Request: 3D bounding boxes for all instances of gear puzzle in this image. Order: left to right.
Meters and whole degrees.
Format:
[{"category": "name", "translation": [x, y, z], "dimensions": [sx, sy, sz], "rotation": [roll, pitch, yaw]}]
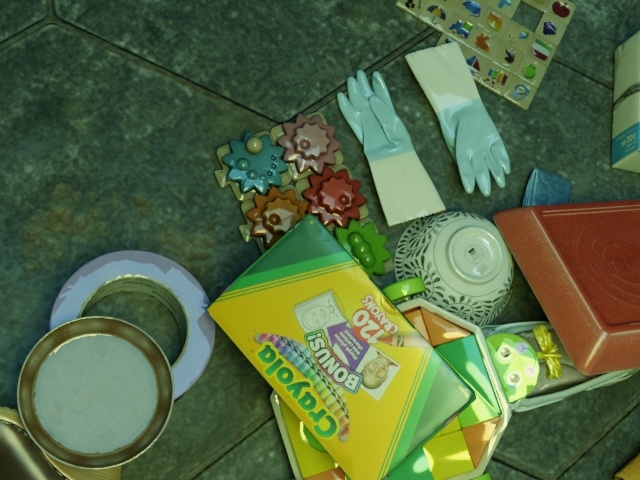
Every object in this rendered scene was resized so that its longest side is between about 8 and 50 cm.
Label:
[{"category": "gear puzzle", "translation": [0.000, 0.000, 1.361], "dimensions": [0.176, 0.044, 0.338], "rotation": [-22, 81, -19]}]

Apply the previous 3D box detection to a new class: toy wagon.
[{"category": "toy wagon", "translation": [0.119, 0.180, 1.271], "dimensions": [0.345, 0.068, 0.267], "rotation": [-19, 82, 6]}]

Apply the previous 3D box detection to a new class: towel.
[{"category": "towel", "translation": [0.305, -0.037, 1.458], "dimensions": [0.067, 0.029, 0.119], "rotation": [20, 70, -9]}]

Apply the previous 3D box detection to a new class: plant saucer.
[{"category": "plant saucer", "translation": [-0.247, 0.168, 1.174], "dimensions": [0.169, 0.029, 0.168], "rotation": [4, 73, -14]}, {"category": "plant saucer", "translation": [0.386, 0.041, 1.368], "dimensions": [0.259, 0.047, 0.259], "rotation": [-4, 52, -26]}]

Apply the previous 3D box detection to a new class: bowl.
[{"category": "bowl", "translation": [0.187, 0.028, 1.383], "dimensions": [0.170, 0.080, 0.170], "rotation": [4, 74, -12]}]

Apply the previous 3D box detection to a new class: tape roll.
[{"category": "tape roll", "translation": [-0.223, 0.112, 1.255], "dimensions": [0.189, 0.080, 0.188], "rotation": [4, 74, -13]}]

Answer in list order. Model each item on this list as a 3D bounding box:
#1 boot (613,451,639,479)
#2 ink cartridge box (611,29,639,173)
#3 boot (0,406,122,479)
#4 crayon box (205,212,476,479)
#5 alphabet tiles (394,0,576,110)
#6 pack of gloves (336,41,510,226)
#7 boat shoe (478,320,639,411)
[{"category": "boot", "translation": [0.531, 0.362, 1.373], "dimensions": [0.211, 0.104, 0.295], "rotation": [-38, 81, -15]}, {"category": "ink cartridge box", "translation": [0.498, -0.190, 1.524], "dimensions": [0.140, 0.082, 0.190], "rotation": [10, 74, -11]}, {"category": "boot", "translation": [-0.348, 0.294, 1.163], "dimensions": [0.249, 0.090, 0.206], "rotation": [18, 69, -12]}, {"category": "crayon box", "translation": [0.024, 0.127, 1.214], "dimensions": [0.165, 0.081, 0.278], "rotation": [-42, 80, 2]}, {"category": "alphabet tiles", "translation": [0.233, -0.323, 1.534], "dimensions": [0.237, 0.009, 0.198], "rotation": [30, 70, -4]}, {"category": "pack of gloves", "translation": [0.138, -0.141, 1.449], "dimensions": [0.195, 0.046, 0.232], "rotation": [-17, 73, -13]}, {"category": "boat shoe", "translation": [0.277, 0.154, 1.356], "dimensions": [0.321, 0.103, 0.118], "rotation": [-5, 76, -16]}]
